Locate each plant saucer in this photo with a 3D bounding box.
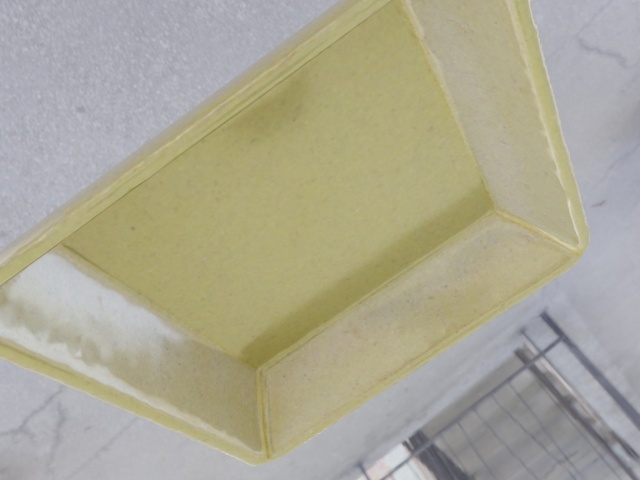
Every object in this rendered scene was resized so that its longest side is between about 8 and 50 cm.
[{"bbox_3d":[0.000,0.000,0.458,0.333,0.081,0.333,-35,141,6],"label":"plant saucer"}]
